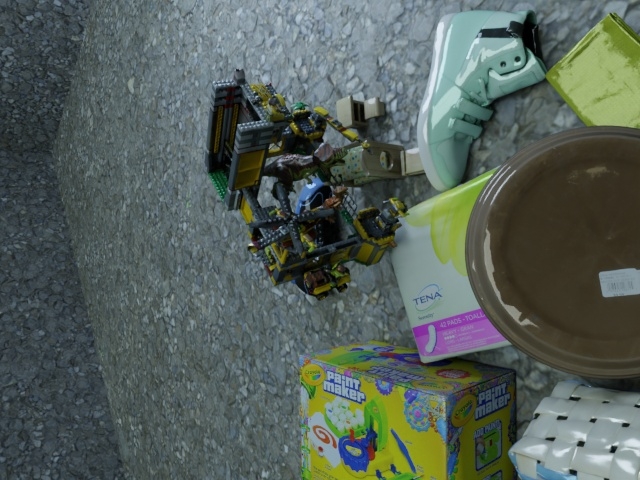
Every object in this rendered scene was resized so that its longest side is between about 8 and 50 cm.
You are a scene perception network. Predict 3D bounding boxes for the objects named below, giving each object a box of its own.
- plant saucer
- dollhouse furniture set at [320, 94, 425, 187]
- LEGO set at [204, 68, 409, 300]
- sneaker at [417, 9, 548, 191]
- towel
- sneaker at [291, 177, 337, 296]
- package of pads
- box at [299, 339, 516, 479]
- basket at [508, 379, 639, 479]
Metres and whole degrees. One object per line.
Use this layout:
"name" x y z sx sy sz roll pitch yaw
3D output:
"plant saucer" 0.296 0.007 0.533 0.277 0.041 0.278 -3 81 19
"dollhouse furniture set" 0.089 -0.183 0.841 0.181 0.101 0.161 -7 87 49
"LEGO set" -0.021 -0.105 0.704 0.192 0.254 0.331 113 140 -51
"sneaker" 0.225 -0.190 0.694 0.151 0.094 0.256 14 104 44
"towel" 0.365 -0.140 0.570 0.102 0.021 0.237 -46 65 39
"sneaker" 0.000 0.000 0.975 0.090 0.081 0.232 29 120 41
"package of pads" 0.233 0.027 0.686 0.296 0.101 0.229 -29 70 45
"box" 0.122 0.322 0.768 0.289 0.177 0.279 1 93 49
"basket" 0.351 0.293 0.494 0.254 0.201 0.289 -14 104 58
